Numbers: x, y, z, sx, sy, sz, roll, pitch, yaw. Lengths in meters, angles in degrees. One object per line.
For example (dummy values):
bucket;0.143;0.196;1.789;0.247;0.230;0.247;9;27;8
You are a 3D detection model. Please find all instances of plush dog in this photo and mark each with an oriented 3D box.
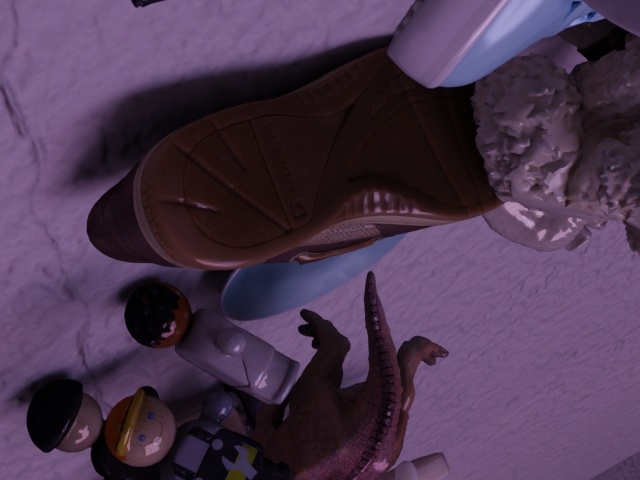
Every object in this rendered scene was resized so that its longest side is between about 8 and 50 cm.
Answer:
plush dog;0.256;-0.109;1.152;0.262;0.225;0.210;20;169;-37

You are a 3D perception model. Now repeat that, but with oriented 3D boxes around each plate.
plate;0.000;0.000;1.359;0.188;0.024;0.188;-28;160;-11

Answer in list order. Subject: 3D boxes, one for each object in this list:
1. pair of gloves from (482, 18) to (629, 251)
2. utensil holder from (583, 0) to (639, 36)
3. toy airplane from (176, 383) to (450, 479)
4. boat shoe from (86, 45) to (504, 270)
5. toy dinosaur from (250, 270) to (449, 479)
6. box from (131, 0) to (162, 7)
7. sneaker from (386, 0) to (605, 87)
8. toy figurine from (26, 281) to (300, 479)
pair of gloves;0.202;-0.090;1.283;0.204;0.042;0.240;32;116;-35
utensil holder;0.286;-0.261;0.730;0.385;0.327;0.327;-16;155;-31
toy airplane;-0.086;0.323;1.634;0.386;0.272;0.384;-40;161;18
boat shoe;0.000;-0.044;1.149;0.342;0.123;0.123;-20;-179;-40
toy dinosaur;0.000;0.170;1.324;0.295;0.127;0.200;-56;-171;37
box;-0.001;-0.228;0.639;0.163;0.142;0.247;-20;158;-33
sneaker;0.208;-0.175;0.956;0.366;0.150;0.135;-39;177;-10
toy figurine;-0.126;0.150;1.267;0.209;0.148;0.213;-51;-162;32
